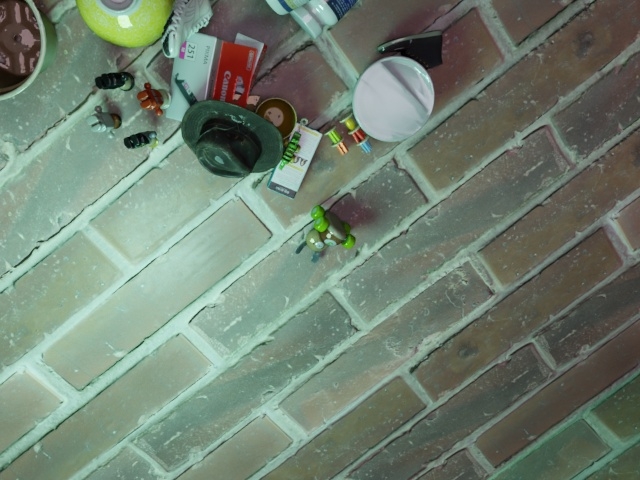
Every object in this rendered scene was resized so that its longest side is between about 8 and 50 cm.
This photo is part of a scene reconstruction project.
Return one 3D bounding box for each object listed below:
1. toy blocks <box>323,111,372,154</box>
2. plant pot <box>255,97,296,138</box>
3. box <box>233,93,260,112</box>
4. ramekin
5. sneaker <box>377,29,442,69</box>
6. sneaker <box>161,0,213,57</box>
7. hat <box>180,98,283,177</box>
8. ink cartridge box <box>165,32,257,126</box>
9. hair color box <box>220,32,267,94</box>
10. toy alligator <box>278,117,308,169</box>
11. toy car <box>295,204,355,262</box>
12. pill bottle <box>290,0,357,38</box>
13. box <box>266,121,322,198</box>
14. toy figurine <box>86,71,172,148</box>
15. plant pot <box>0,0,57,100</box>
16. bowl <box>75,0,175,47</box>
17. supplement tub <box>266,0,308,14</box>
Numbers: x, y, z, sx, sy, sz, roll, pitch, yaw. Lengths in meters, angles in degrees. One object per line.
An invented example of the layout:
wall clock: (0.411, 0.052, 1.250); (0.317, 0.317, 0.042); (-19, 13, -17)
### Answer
toy blocks: (0.099, -0.342, 1.799); (0.123, 0.054, 0.148); (-38, 110, 3)
plant pot: (-0.150, -0.400, 1.717); (0.134, 0.095, 0.134); (-3, 109, -9)
box: (-0.284, -0.384, 1.740); (0.165, 0.021, 0.201); (2, 108, -10)
ramekin: (0.229, -0.468, 1.740); (0.273, 0.127, 0.272); (-3, 108, -8)
sneaker: (0.302, -0.612, 1.728); (0.222, 0.083, 0.118); (-14, 110, -6)
sneaker: (-0.382, -0.659, 1.545); (0.118, 0.110, 0.291); (23, 72, -29)
hat: (-0.282, -0.275, 1.633); (0.332, 0.133, 0.331); (4, 144, 3)
ink cartridge box: (-0.342, -0.489, 1.636); (0.239, 0.060, 0.274); (17, 106, 9)
hair color box: (-0.242, -0.554, 1.663); (0.093, 0.053, 0.167); (24, 103, 3)
toy alligator: (-0.089, -0.312, 1.714); (0.056, 0.051, 0.189); (25, 102, -16)
toy car: (0.000, 0.000, 1.858); (0.155, 0.149, 0.188); (32, 112, -28)
pill bottle: (0.033, -0.757, 1.600); (0.153, 0.153, 0.264); (42, 97, -19)
box: (-0.090, -0.272, 1.787); (0.101, 0.060, 0.244); (22, 103, -14)
toy figurine: (-0.581, -0.397, 1.608); (0.213, 0.148, 0.209); (23, 110, 3)
plant pot: (-0.879, -0.560, 1.435); (0.334, 0.305, 0.333); (-3, 109, -8)
bowl: (-0.574, -0.712, 1.516); (0.290, 0.156, 0.289); (-3, 108, -8)
supplement tub: (-0.026, -0.785, 1.419); (0.317, 0.228, 0.228); (-21, 111, 16)
